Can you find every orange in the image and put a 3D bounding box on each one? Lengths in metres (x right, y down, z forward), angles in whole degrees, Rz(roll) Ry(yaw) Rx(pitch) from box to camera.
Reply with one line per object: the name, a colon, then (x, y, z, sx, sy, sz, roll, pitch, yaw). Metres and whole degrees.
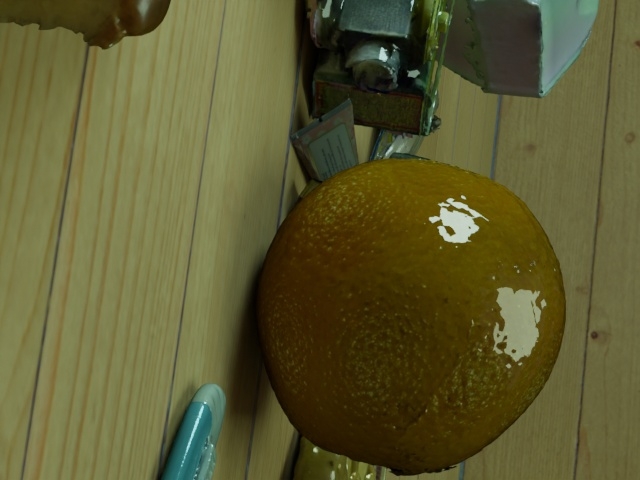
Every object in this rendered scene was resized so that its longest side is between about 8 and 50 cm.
orange: (0.075, 0.065, 1.204, 0.274, 0.274, 0.274, 5, 90, -78)

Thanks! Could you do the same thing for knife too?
knife: (-0.101, 0.192, 0.988, 0.064, 0.031, 0.222, 88, 14, -46)

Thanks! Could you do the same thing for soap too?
soap: (0.221, -0.364, 1.728, 0.446, 0.261, 0.156, -73, 166, -48)

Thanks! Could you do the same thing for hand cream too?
hand cream: (0.013, -0.068, 1.384, 0.043, 0.067, 0.210, 55, -9, 26)

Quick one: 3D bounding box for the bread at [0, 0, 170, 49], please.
bread: (-0.086, -0.233, 0.700, 0.275, 0.114, 0.185, -63, 155, -56)

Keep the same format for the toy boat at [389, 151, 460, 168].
toy boat: (0.090, 0.059, 1.646, 0.141, 0.092, 0.320, 9, 93, -53)

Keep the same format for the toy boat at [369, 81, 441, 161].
toy boat: (0.094, -0.122, 1.727, 0.210, 0.066, 0.084, -63, 146, -32)

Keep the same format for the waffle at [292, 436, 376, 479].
waffle: (0.013, 0.276, 1.498, 0.248, 0.055, 0.221, 85, 14, -45)

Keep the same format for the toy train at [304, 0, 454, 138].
toy train: (0.062, -0.235, 1.359, 0.177, 0.134, 0.261, 91, 10, -59)

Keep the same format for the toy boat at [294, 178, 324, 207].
toy boat: (0.000, 0.000, 1.356, 0.049, 0.047, 0.149, -62, 155, -29)

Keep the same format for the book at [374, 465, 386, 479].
book: (0.075, 0.222, 1.760, 0.161, 0.026, 0.231, 102, -3, -69)
